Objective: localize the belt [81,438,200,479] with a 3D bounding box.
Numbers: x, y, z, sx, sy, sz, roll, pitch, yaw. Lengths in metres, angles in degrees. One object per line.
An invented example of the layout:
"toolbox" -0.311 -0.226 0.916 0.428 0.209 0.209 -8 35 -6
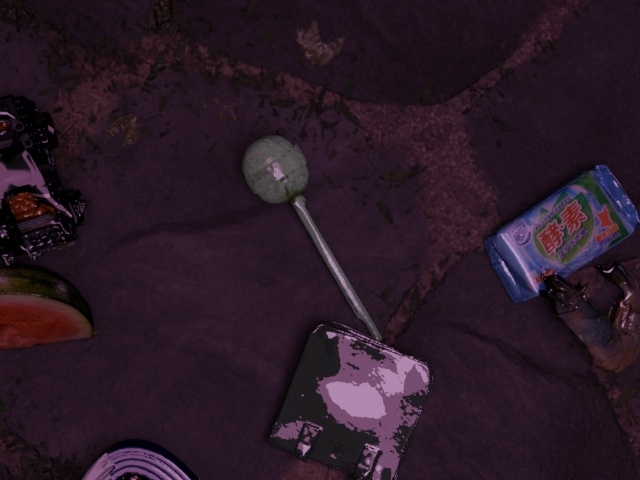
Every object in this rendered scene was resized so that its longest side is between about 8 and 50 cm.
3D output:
"belt" -0.281 0.513 1.764 0.212 0.117 0.347 -39 92 -8

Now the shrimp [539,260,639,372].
"shrimp" 0.531 0.118 1.860 0.289 0.075 0.178 45 74 -19

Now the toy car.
"toy car" -0.541 -0.115 1.779 0.193 0.118 0.301 -19 86 -19

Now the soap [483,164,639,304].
"soap" 0.457 -0.015 1.895 0.293 0.077 0.156 -34 90 -7

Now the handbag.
"handbag" 0.057 0.302 1.827 0.248 0.079 0.260 22 89 -2

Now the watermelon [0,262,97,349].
"watermelon" -0.561 0.098 1.785 0.304 0.159 0.128 -4 48 -7

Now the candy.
"candy" 0.000 0.000 1.847 0.119 0.119 0.440 -33 97 -7
